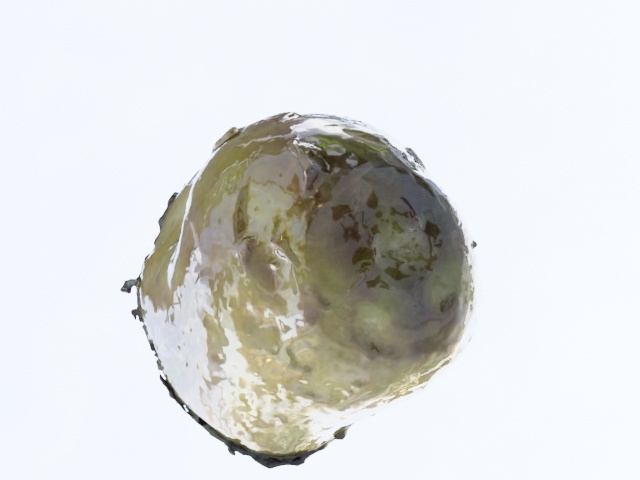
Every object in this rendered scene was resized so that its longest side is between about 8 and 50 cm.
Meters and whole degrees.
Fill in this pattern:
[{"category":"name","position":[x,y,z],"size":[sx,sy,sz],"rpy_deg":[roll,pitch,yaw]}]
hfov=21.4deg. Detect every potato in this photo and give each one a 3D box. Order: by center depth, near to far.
[{"category":"potato","position":[0.000,0.000,1.373],"size":[0.289,0.237,0.301],"rpy_deg":[28,-125,4]}]
